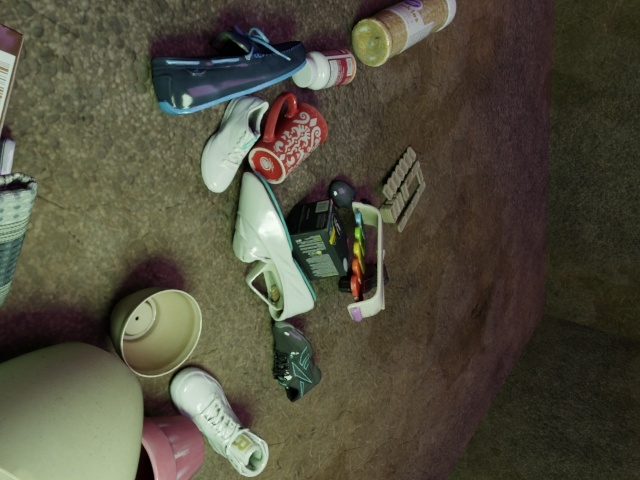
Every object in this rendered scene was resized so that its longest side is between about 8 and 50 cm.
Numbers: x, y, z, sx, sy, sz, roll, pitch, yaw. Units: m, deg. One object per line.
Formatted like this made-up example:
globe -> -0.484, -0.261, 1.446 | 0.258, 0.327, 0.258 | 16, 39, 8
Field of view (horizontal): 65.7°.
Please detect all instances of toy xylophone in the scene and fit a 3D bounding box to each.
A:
toy xylophone -> 0.129, 0.067, 1.340 | 0.236, 0.081, 0.322 | 73, 19, -55

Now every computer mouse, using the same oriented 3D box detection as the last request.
computer mouse -> 0.101, -0.106, 1.395 | 0.242, 0.041, 0.071 | 25, 82, -52

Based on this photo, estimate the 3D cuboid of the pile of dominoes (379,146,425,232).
pile of dominoes -> 0.257, -0.168, 1.586 | 0.251, 0.040, 0.195 | -57, 138, -33

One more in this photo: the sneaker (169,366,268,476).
sneaker -> -0.206, 0.403, 1.090 | 0.108, 0.169, 0.292 | -46, 132, -29

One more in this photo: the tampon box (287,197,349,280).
tampon box -> 0.000, 0.000, 1.226 | 0.120, 0.102, 0.161 | -81, 153, -45

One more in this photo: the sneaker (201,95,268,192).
sneaker -> -0.168, -0.195, 0.999 | 0.080, 0.094, 0.212 | 25, 82, -52

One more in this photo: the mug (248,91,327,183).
mug -> -0.084, -0.221, 1.070 | 0.150, 0.113, 0.169 | 51, 52, -21

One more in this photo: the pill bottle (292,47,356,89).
pill bottle -> 0.007, -0.398, 1.151 | 0.152, 0.086, 0.085 | -26, 121, -43

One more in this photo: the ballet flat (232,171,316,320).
ballet flat -> -0.121, 0.039, 1.121 | 0.139, 0.139, 0.400 | -46, 134, -31

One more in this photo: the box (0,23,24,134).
box -> -0.471, -0.182, 0.551 | 0.167, 0.203, 0.168 | 13, 91, -52

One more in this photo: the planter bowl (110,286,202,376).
planter bowl -> -0.319, 0.155, 0.918 | 0.162, 0.109, 0.161 | -21, 118, -46

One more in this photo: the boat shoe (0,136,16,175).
boat shoe -> -0.473, -0.081, 0.713 | 0.040, 0.049, 0.142 | 11, 92, -32

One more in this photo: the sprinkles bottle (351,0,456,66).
sprinkles bottle -> 0.231, -0.583, 1.334 | 0.355, 0.121, 0.121 | -41, 130, -35

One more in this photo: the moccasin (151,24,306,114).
moccasin -> -0.156, -0.341, 0.937 | 0.342, 0.138, 0.116 | -38, 124, -38

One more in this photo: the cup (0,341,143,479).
cup -> -0.405, 0.293, 0.740 | 0.237, 0.332, 0.330 | -66, 148, -52

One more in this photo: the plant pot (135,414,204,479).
plant pot -> -0.326, 0.421, 0.946 | 0.180, 0.202, 0.201 | 9, 95, -66

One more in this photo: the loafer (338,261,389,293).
loafer -> 0.126, 0.107, 1.476 | 0.220, 0.080, 0.078 | -13, 102, -53

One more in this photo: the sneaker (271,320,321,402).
sneaker -> -0.073, 0.315, 1.275 | 0.106, 0.101, 0.267 | -44, 132, -30

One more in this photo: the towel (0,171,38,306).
towel -> -0.519, 0.039, 0.558 | 0.324, 0.312, 0.056 | -18, 71, -46
